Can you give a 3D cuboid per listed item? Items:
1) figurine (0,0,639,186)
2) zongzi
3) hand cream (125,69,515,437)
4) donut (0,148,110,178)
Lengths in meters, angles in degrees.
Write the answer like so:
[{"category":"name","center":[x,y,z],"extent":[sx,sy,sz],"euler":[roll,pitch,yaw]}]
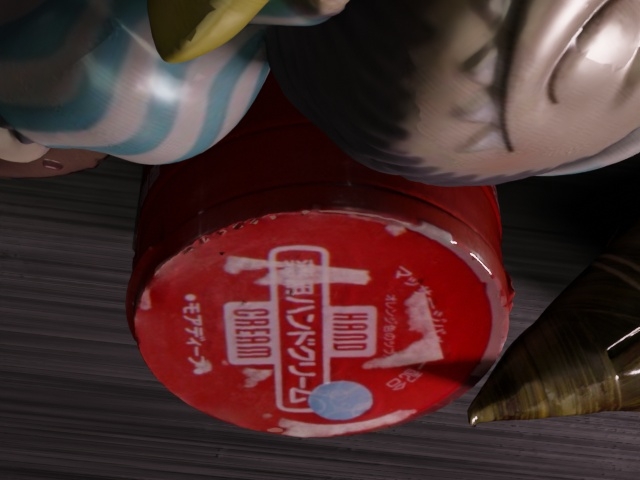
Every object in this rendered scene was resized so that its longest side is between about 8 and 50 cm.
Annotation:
[{"category":"figurine","center":[0.069,-0.094,0.776],"extent":[0.378,0.266,0.361],"euler":[34,140,-30]},{"category":"zongzi","center":[0.204,0.094,1.072],"extent":[0.241,0.111,0.247],"euler":[-36,143,-9]},{"category":"hand cream","center":[0.000,0.000,0.987],"extent":[0.230,0.149,0.230],"euler":[1,140,1]},{"category":"donut","center":[-0.153,-0.103,0.918],"extent":[0.117,0.065,0.166],"euler":[-4,143,6]}]
